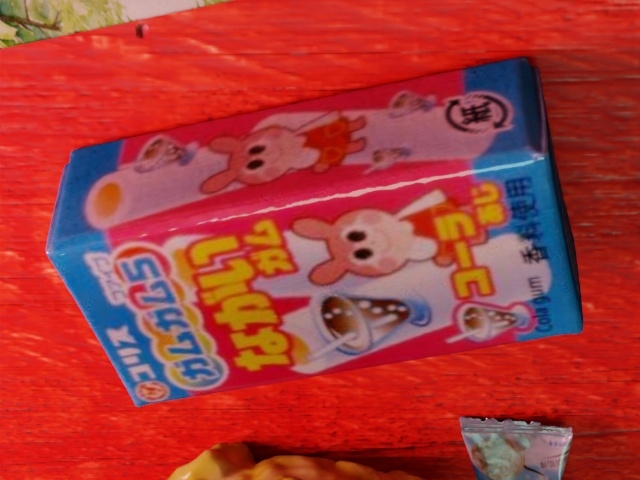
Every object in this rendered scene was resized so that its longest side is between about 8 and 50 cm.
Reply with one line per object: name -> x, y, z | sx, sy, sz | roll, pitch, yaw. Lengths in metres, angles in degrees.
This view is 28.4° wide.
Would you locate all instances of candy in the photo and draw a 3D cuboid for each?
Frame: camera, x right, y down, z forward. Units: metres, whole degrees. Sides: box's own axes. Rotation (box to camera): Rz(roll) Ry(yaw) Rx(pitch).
candy -> 0.163, 0.189, 1.013 | 0.088, 0.038, 0.136 | 1, 128, 20
candy -> 0.000, 0.001, 0.794 | 0.306, 0.100, 0.157 | -10, 133, 12

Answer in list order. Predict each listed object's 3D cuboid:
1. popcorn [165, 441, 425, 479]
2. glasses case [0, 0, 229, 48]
popcorn -> -0.006, 0.279, 0.975 | 0.250, 0.235, 0.242 | -5, 161, 32
glasses case -> -0.114, -0.166, 0.664 | 0.272, 0.062, 0.095 | -9, 139, 11
